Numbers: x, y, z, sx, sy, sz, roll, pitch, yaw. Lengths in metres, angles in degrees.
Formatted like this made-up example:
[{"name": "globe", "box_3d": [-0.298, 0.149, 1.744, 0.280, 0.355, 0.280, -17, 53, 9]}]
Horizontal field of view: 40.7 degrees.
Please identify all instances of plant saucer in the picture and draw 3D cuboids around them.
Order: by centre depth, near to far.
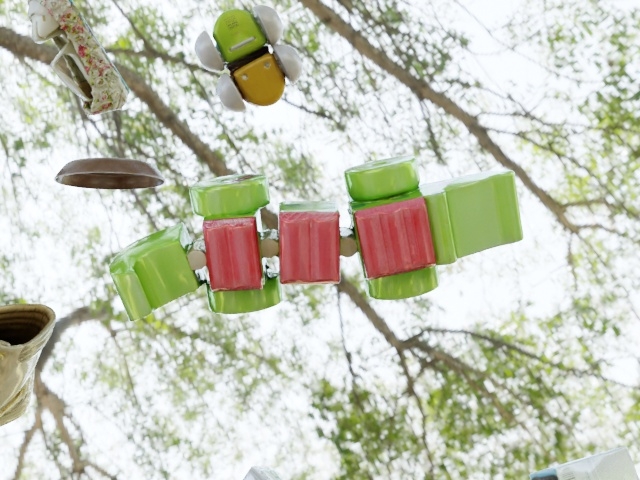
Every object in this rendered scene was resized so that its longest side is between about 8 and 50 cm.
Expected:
[{"name": "plant saucer", "box_3d": [-0.324, -0.104, 1.333, 0.168, 0.029, 0.168, -2, -5, 0]}]

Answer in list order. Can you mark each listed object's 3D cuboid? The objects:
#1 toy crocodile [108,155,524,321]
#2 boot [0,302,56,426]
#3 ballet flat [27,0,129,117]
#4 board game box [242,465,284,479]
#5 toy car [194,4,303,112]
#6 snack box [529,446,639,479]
[{"name": "toy crocodile", "box_3d": [0.000, 0.000, 0.710, 0.340, 0.105, 0.115, -7, -78, -2]}, {"name": "boot", "box_3d": [-0.473, 0.192, 1.130, 0.262, 0.095, 0.203, -22, -30, -51]}, {"name": "ballet flat", "box_3d": [-0.366, -0.285, 1.247, 0.077, 0.091, 0.241, -41, -70, -26]}, {"name": "board game box", "box_3d": [-0.087, 0.441, 0.984, 0.305, 0.193, 0.053, -57, -34, 6]}, {"name": "toy car", "box_3d": [-0.128, -0.323, 1.548, 0.159, 0.182, 0.136, -28, 7, -2]}, {"name": "snack box", "box_3d": [0.443, 0.486, 1.289, 0.187, 0.322, 0.060, -2, -23, -37]}]
